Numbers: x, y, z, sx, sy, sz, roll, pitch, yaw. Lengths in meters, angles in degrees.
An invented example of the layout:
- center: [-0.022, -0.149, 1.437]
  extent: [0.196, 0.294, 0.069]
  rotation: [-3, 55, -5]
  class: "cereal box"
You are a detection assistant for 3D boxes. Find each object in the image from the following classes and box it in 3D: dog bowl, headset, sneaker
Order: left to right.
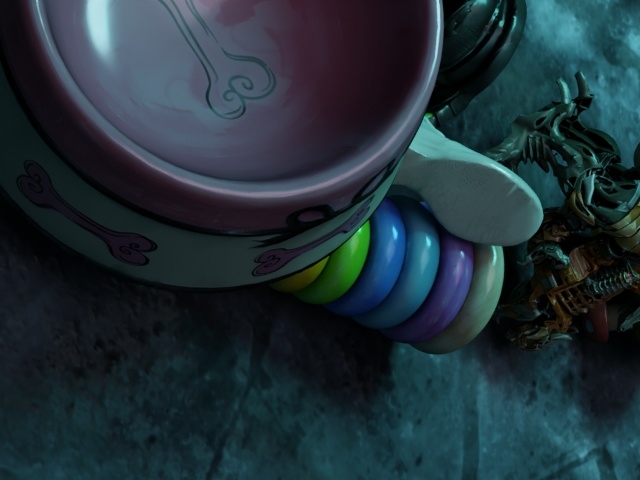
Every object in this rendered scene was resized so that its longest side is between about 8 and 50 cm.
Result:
- center: [-0.084, -0.171, 1.423]
  extent: [0.408, 0.150, 0.408]
  rotation: [5, 75, -19]
  class: "dog bowl"
- center: [0.101, -0.071, 1.599]
  extent: [0.212, 0.080, 0.094]
  rotation: [26, 29, -9]
  class: "sneaker"
- center: [0.115, -0.253, 1.678]
  extent: [0.394, 0.185, 0.243]
  rotation: [-42, 113, -24]
  class: "headset"

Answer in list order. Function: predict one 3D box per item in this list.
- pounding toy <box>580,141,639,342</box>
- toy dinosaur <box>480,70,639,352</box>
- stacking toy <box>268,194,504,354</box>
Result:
- center: [0.322, 0.024, 1.869]
  extent: [0.237, 0.110, 0.183]
  rotation: [86, 2, -45]
  class: "pounding toy"
- center: [0.274, -0.040, 1.757]
  extent: [0.322, 0.164, 0.218]
  rotation: [-44, 82, -1]
  class: "toy dinosaur"
- center: [0.000, 0.000, 1.585]
  extent: [0.330, 0.141, 0.141]
  rotation: [17, 73, -35]
  class: "stacking toy"
